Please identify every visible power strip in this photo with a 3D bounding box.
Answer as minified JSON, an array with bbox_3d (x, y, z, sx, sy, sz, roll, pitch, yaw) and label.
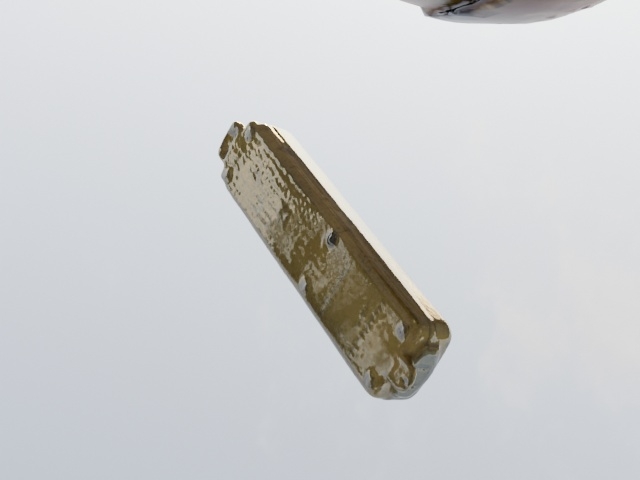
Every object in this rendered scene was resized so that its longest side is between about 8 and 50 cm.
[{"bbox_3d":[0.000,0.000,0.689,0.044,0.064,0.305,11,-151,-39],"label":"power strip"}]

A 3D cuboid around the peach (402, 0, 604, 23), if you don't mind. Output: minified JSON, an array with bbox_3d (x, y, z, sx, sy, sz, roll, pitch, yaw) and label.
[{"bbox_3d":[0.082,-0.304,0.490,0.369,0.370,0.370,4,-132,-4],"label":"peach"}]
